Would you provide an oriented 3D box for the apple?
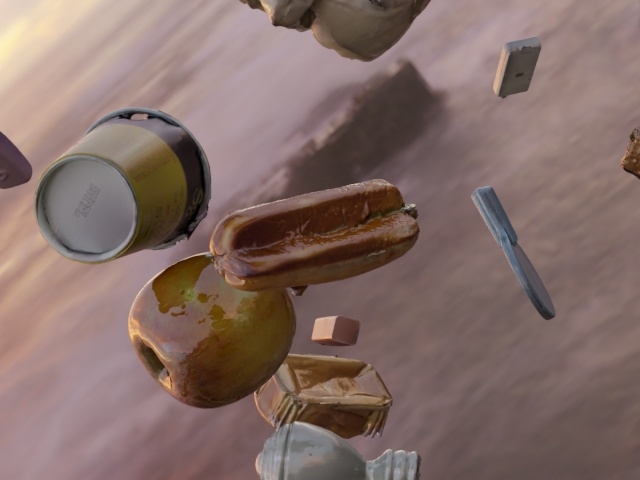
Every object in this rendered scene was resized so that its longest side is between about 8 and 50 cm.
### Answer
[{"bbox_3d":[-0.147,0.123,1.971,0.207,0.237,0.237,-35,10,-25],"label":"apple"}]

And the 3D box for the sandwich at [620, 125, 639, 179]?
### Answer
[{"bbox_3d":[0.595,-0.110,1.923,0.249,0.273,0.095,-37,-26,-29],"label":"sandwich"}]

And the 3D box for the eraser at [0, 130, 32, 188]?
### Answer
[{"bbox_3d":[-0.464,-0.120,1.550,0.204,0.243,0.059,-2,62,20],"label":"eraser"}]

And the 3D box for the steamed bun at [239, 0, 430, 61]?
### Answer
[{"bbox_3d":[-0.004,-0.303,1.200,0.206,0.275,0.320,-50,-24,23],"label":"steamed bun"}]

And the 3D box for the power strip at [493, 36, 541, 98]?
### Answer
[{"bbox_3d":[0.214,-0.189,1.533,0.040,0.016,0.090,-12,-29,-11],"label":"power strip"}]

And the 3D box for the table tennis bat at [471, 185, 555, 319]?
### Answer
[{"bbox_3d":[0.308,0.020,2.230,0.038,0.237,0.149,-30,-6,15],"label":"table tennis bat"}]

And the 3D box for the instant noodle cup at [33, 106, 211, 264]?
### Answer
[{"bbox_3d":[-0.280,-0.063,1.922,0.215,0.215,0.236,-37,4,18],"label":"instant noodle cup"}]

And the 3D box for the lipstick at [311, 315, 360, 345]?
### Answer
[{"bbox_3d":[0.024,0.150,2.317,0.145,0.045,0.045,162,124,-76],"label":"lipstick"}]

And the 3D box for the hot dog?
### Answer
[{"bbox_3d":[0.000,0.000,1.501,0.250,0.104,0.076,-15,-25,-31],"label":"hot dog"}]

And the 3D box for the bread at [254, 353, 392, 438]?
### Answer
[{"bbox_3d":[0.001,0.277,2.466,0.107,0.241,0.136,-59,44,28],"label":"bread"}]

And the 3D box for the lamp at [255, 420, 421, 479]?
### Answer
[{"bbox_3d":[0.020,0.266,1.632,0.193,0.106,0.106,4,20,2],"label":"lamp"}]
